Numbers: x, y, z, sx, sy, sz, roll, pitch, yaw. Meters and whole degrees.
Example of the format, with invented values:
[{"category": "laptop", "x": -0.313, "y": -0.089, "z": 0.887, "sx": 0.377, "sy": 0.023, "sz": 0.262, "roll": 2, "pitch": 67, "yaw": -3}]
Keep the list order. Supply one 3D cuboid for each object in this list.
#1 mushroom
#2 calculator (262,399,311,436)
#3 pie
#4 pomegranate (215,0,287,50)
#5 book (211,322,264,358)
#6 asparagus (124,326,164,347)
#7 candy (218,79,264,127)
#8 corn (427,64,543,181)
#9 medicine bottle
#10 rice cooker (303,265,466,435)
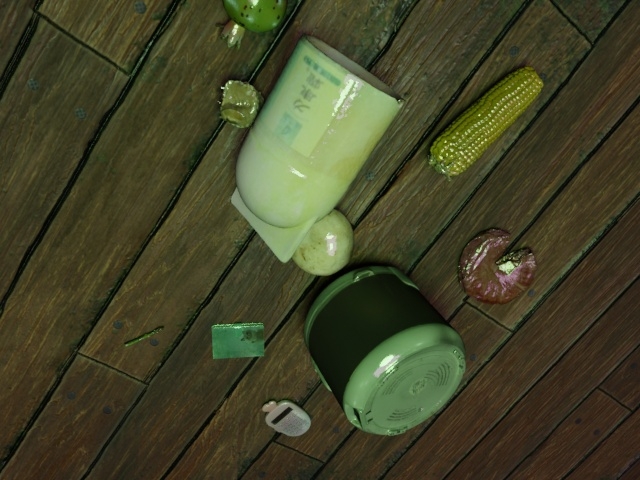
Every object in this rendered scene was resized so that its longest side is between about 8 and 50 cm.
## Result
[{"category": "mushroom", "x": 0.000, "y": 0.000, "z": 1.125, "sx": 0.166, "sy": 0.127, "sz": 0.167, "roll": 2, "pitch": 101, "yaw": 12}, {"category": "calculator", "x": -0.098, "y": 0.506, "z": 1.367, "sx": 0.103, "sy": 0.024, "sz": 0.166, "roll": -42, "pitch": 114, "yaw": 9}, {"category": "pie", "x": 0.470, "y": 0.076, "z": 1.267, "sx": 0.218, "sy": 0.054, "sz": 0.205, "roll": 17, "pitch": 108, "yaw": -15}, {"category": "pomegranate", "x": -0.133, "y": -0.454, "z": 0.929, "sx": 0.129, "sy": 0.159, "sz": 0.130, "roll": 9, "pitch": 67, "yaw": -23}, {"category": "book", "x": -0.215, "y": 0.262, "z": 1.251, "sx": 0.134, "sy": 0.017, "sz": 0.103, "roll": -1, "pitch": 113, "yaw": -9}, {"category": "asparagus", "x": -0.444, "y": 0.243, "z": 1.207, "sx": 0.114, "sy": 0.015, "sz": 0.014, "roll": -26, "pitch": 112, "yaw": 3}, {"category": "candy", "x": -0.161, "y": -0.282, "z": 0.989, "sx": 0.085, "sy": 0.110, "sz": 0.096, "roll": 20, "pitch": 98, "yaw": 2}, {"category": "corn", "x": 0.371, "y": -0.272, "z": 1.085, "sx": 0.305, "sy": 0.106, "sz": 0.106, "roll": -46, "pitch": 112, "yaw": 5}, {"category": "medicine bottle", "x": -0.038, "y": -0.175, "z": 0.978, "sx": 0.235, "sy": 0.236, "sz": 0.406, "roll": 26, "pitch": 114, "yaw": -18}, {"category": "rice cooker", "x": 0.140, "y": 0.250, "z": 1.142, "sx": 0.334, "sy": 0.325, "sz": 0.335, "roll": -15, "pitch": 126, "yaw": -21}]
